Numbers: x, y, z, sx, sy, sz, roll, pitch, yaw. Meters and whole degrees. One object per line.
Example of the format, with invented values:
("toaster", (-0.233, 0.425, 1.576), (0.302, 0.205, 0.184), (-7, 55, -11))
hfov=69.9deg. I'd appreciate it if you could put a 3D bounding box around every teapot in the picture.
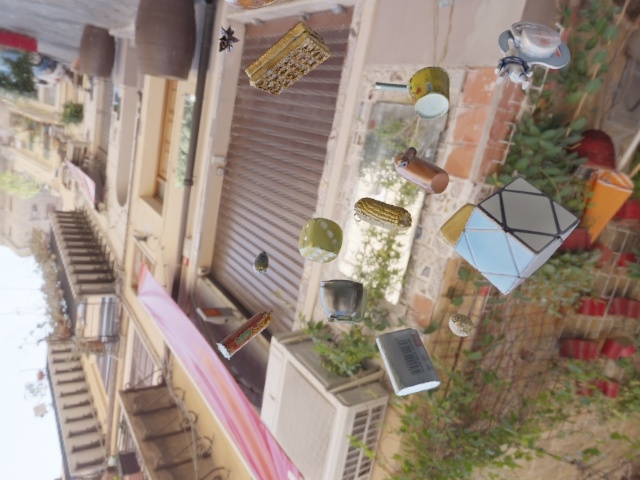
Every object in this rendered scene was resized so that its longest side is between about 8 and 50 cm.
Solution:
("teapot", (0.118, 0.341, 2.511), (0.239, 0.239, 0.321), (2, 170, 14))

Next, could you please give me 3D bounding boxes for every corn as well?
("corn", (0.221, -0.096, 1.675), (0.106, 0.106, 0.293), (4, -169, -30))

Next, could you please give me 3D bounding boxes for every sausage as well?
("sausage", (-0.293, 0.365, 1.858), (0.083, 0.083, 0.264), (24, -131, 40))
("sausage", (0.445, -0.309, 2.067), (0.121, 0.121, 0.304), (3, -155, -32))

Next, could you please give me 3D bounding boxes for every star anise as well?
("star anise", (-0.405, -0.896, 2.043), (0.056, 0.124, 0.129), (23, -152, 22))

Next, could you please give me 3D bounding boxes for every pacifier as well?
("pacifier", (0.818, -0.732, 1.815), (0.287, 0.226, 0.238), (3, -123, -8))

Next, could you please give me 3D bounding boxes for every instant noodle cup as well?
("instant noodle cup", (0.453, -0.597, 1.889), (0.182, 0.182, 0.144), (9, -123, -10))

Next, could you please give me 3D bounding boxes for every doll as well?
("doll", (0.611, -0.547, 1.454), (0.114, 0.057, 0.227), (10, -132, 12))

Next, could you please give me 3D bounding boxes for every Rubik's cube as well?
("Rubik's cube", (0.534, -0.014, 1.271), (0.207, 0.205, 0.205), (-31, -118, -26))

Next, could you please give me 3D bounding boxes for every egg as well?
("egg", (0.733, 0.439, 2.387), (0.140, 0.118, 0.116), (39, 151, -17))

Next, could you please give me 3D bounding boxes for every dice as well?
("dice", (0.000, 0.000, 2.228), (0.166, 0.169, 0.169), (17, 153, -21))

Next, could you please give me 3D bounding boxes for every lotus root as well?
("lotus root", (-0.324, 0.118, 2.519), (0.088, 0.088, 0.165), (11, -139, -5))

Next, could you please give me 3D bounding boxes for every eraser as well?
("eraser", (0.322, 0.450, 1.712), (0.174, 0.081, 0.227), (-9, -130, -11))

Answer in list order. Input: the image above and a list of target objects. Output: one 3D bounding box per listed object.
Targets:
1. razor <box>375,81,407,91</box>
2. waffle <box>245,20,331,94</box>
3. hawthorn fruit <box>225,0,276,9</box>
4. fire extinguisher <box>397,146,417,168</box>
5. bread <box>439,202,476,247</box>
("razor", (0.412, -0.768, 2.316), (0.278, 0.111, 0.056), (8, 149, -8))
("waffle", (-0.130, -0.717, 1.841), (0.308, 0.091, 0.213), (-28, 171, 25))
("hawthorn fruit", (-0.167, -0.732, 1.177), (0.263, 0.235, 0.231), (-36, -152, -15))
("fire extinguisher", (0.368, -0.351, 1.954), (0.050, 0.062, 0.177), (46, -141, -5))
("bread", (0.651, -0.061, 2.075), (0.098, 0.217, 0.147), (28, -155, -57))
